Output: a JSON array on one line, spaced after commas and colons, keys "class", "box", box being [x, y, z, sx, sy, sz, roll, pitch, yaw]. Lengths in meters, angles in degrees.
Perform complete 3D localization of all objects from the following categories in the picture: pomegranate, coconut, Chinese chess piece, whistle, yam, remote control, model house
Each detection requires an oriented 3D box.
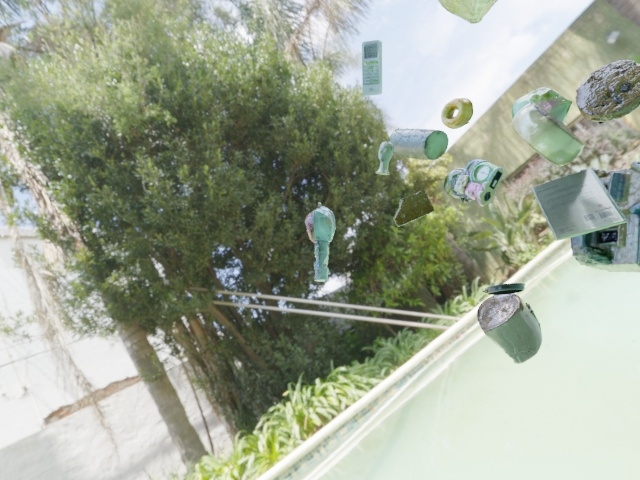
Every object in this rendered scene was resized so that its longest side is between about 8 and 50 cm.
[{"class": "pomegranate", "box": [0.834, -0.319, 2.412, 0.187, 0.225, 0.187, -2, -43, -2]}, {"class": "coconut", "box": [0.968, -0.558, 1.773, 0.236, 0.205, 0.236, -27, 16, 8]}, {"class": "Chinese chess piece", "box": [0.853, -0.402, 1.527, 0.270, 0.270, 0.112, -15, -29, -49]}, {"class": "whistle", "box": [-0.001, 0.000, 1.728, 0.133, 0.346, 0.142, 1, -15, -2]}, {"class": "yam", "box": [0.515, -0.515, 2.153, 0.168, 0.168, 0.304, -29, 26, -21]}, {"class": "coconut", "box": [0.557, -0.969, 1.470, 0.297, 0.254, 0.297, -45, -6, -6]}, {"class": "remote control", "box": [0.254, -0.844, 1.995, 0.034, 0.103, 0.250, -26, -60, -50]}, {"class": "model house", "box": [1.350, -0.090, 1.688, 0.395, 0.445, 0.400, 15, -7, -21]}]

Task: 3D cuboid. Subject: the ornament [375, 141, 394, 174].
[{"class": "ornament", "box": [0.308, -0.396, 1.944, 0.081, 0.156, 0.075, 12, -2, -43]}]

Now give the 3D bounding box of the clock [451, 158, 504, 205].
[{"class": "clock", "box": [0.701, -0.269, 1.832, 0.100, 0.195, 0.194, 19, -80, -35]}]

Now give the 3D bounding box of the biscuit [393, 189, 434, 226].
[{"class": "biscuit", "box": [0.478, -0.169, 2.144, 0.237, 0.131, 0.026, -23, -8, -13]}]

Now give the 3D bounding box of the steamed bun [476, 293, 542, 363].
[{"class": "steamed bun", "box": [0.798, 0.341, 1.680, 0.199, 0.251, 0.301, -45, 0, 21]}]

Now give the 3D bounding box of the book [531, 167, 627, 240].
[{"class": "book", "box": [0.890, -0.130, 1.420, 0.215, 0.283, 0.025, -18, -50, 24]}]

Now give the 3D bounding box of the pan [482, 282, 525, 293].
[{"class": "pan", "box": [0.656, 0.185, 1.493, 0.136, 0.028, 0.235, -2, -14, -2]}]

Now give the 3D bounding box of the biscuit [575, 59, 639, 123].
[{"class": "biscuit", "box": [1.288, -0.667, 1.804, 0.075, 0.296, 0.296, 23, -56, -41]}]

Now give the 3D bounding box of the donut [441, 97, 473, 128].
[{"class": "donut", "box": [0.773, -0.731, 2.327, 0.074, 0.174, 0.190, -1, 1, -39]}]
